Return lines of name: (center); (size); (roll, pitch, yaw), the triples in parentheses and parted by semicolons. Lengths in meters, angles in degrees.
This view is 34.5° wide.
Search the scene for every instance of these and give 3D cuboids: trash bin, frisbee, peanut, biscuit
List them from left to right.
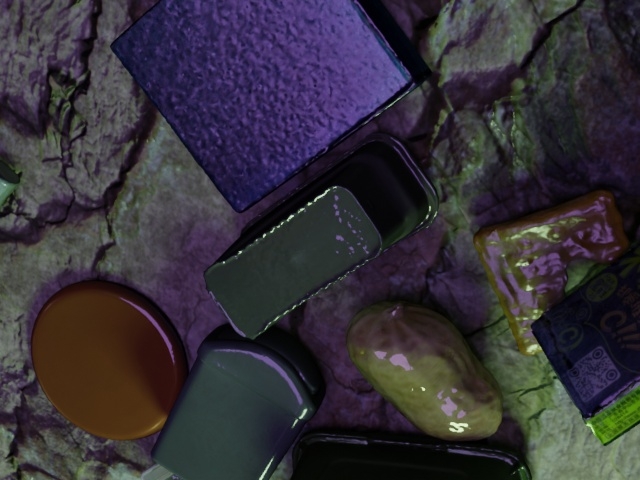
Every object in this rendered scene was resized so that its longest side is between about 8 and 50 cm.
frisbee: (-0.308, 0.177, 1.483); (0.251, 0.021, 0.250); (6, 109, 16)
trash bin: (-0.105, 0.227, 1.381); (0.177, 0.101, 0.236); (30, 108, 3)
peanut: (0.134, 0.160, 1.284); (0.224, 0.129, 0.129); (42, 114, -6)
biscuit: (0.293, 0.037, 1.243); (0.183, 0.039, 0.174); (-24, 97, 23)

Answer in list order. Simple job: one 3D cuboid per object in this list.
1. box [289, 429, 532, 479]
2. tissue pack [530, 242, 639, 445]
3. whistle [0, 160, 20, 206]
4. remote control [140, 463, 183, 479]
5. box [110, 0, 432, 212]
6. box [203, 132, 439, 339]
box: (0.104, 0.397, 1.337); (0.329, 0.178, 0.252); (0, 105, 17)
tissue pack: (0.366, 0.094, 1.150); (0.235, 0.173, 0.073); (-39, 125, 13)
whistle: (-0.553, 0.022, 1.461); (0.346, 0.134, 0.142); (-45, 49, 14)
remote control: (-0.130, 0.437, 1.493); (0.109, 0.055, 0.313); (-33, 91, 13)
box: (-0.057, -0.218, 1.230); (0.279, 0.116, 0.261); (-34, 93, 24)
box: (0.000, 0.000, 1.247); (0.274, 0.178, 0.138); (-35, 94, 24)
